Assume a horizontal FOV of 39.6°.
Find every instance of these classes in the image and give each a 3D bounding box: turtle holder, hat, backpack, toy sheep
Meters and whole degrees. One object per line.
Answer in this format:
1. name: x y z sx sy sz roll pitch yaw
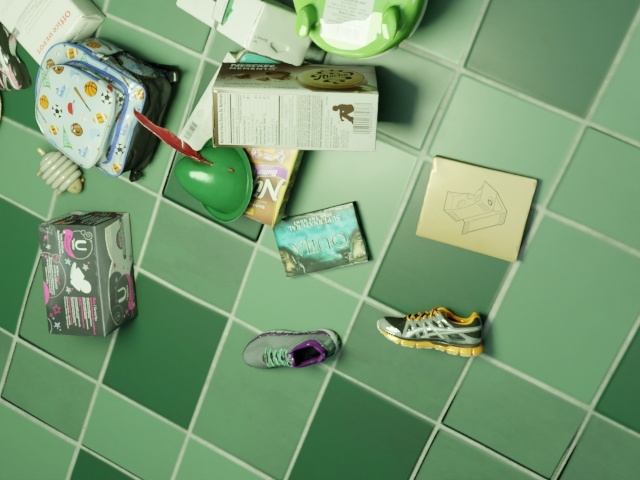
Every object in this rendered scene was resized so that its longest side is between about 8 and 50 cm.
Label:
1. turtle holder: 0.075 -0.486 1.577 0.243 0.227 0.320 -14 97 23
2. hat: -0.263 -0.128 1.734 0.208 0.184 0.173 45 122 32
3. backpack: -0.467 -0.284 1.841 0.263 0.213 0.276 36 115 20
4. toy sheep: -0.579 -0.154 1.969 0.091 0.091 0.132 -40 106 23

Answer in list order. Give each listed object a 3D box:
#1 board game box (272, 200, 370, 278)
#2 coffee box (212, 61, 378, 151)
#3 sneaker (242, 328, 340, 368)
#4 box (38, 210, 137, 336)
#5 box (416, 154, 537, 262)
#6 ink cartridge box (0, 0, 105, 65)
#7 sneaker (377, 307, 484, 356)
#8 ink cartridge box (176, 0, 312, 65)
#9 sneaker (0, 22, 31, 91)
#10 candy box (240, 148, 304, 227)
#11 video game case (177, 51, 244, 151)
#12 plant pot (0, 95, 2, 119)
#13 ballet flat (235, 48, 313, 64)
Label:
1. board game box: 0.000 0.000 1.826 0.186 0.026 0.126 -13 97 22
2. coffee box: -0.045 -0.250 1.653 0.297 0.168 0.118 2 118 1
3. sneaker: -0.076 0.233 1.869 0.224 0.098 0.083 -13 98 22
4. box: -0.503 0.069 1.951 0.142 0.163 0.247 3 104 16
5. box: 0.297 -0.063 1.707 0.201 0.021 0.164 16 107 16
6. ink cartridge box: -0.589 -0.495 1.888 0.158 0.092 0.218 -44 84 23
7. sneaker: 0.219 0.170 1.762 0.215 0.084 0.083 8 103 8
8. ink cartridge box: -0.135 -0.422 1.664 0.219 0.160 0.092 37 110 34
9. sneaker: -0.714 -0.410 1.963 0.077 0.072 0.178 -15 96 22
10. candy box: -0.108 -0.133 1.778 0.109 0.053 0.186 23 112 11
11. video game case: -0.159 -0.232 1.820 0.210 0.042 0.232 37 112 8
12. plant pot: -0.824 -0.320 2.047 0.236 0.032 0.236 5 104 20
13. ballet flat: -0.062 -0.329 1.746 0.213 0.068 0.072 19 111 -9
